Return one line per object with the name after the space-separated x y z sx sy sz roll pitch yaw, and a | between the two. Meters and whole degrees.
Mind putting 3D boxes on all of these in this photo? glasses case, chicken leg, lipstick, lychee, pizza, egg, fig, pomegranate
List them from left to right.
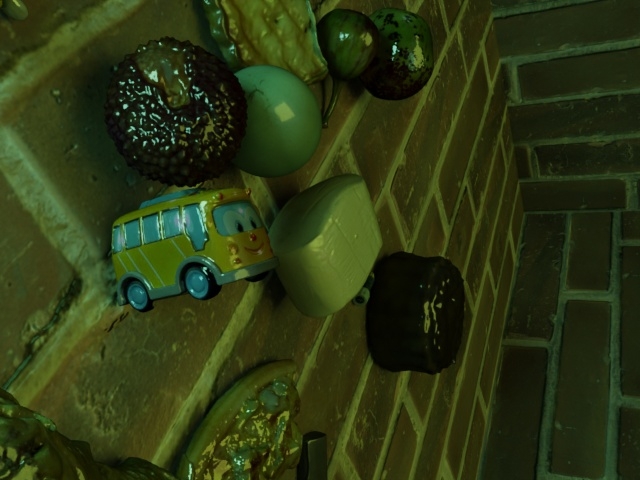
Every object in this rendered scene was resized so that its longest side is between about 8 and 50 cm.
-0.272 0.249 0.612 0.152 0.201 0.429 -52 148 -9 | chicken leg
-0.181 -0.153 0.759 0.188 0.188 0.188 2 87 -62 | lychee
-0.104 0.339 0.984 0.323 0.090 0.223 -38 120 -56 | pizza
-0.082 -0.183 0.926 0.231 0.168 0.167 17 73 -84 | egg
-0.015 0.484 1.196 0.072 0.042 0.190 -3 92 -54 | glasses case
0.043 -0.355 1.252 0.149 0.149 0.245 -24 132 -60 | fig
0.111 0.113 1.446 0.116 0.037 0.037 -54 136 -54 | lipstick
0.141 -0.426 1.374 0.248 0.214 0.214 -10 100 -29 | pomegranate

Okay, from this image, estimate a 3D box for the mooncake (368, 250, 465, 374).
0.262 0.191 1.568 0.324 0.187 0.323 -7 98 -61 | mooncake

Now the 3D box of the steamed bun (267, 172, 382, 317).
0.000 0.000 1.109 0.250 0.155 0.200 -56 134 -38 | steamed bun

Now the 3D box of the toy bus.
-0.164 0.006 0.753 0.126 0.210 0.136 -18 95 -59 | toy bus

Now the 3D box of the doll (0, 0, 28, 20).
-0.342 -0.259 0.579 0.135 0.072 0.113 35 40 -64 | doll

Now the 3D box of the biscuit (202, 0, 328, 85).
-0.092 -0.421 1.034 0.329 0.078 0.334 -7 95 -59 | biscuit
